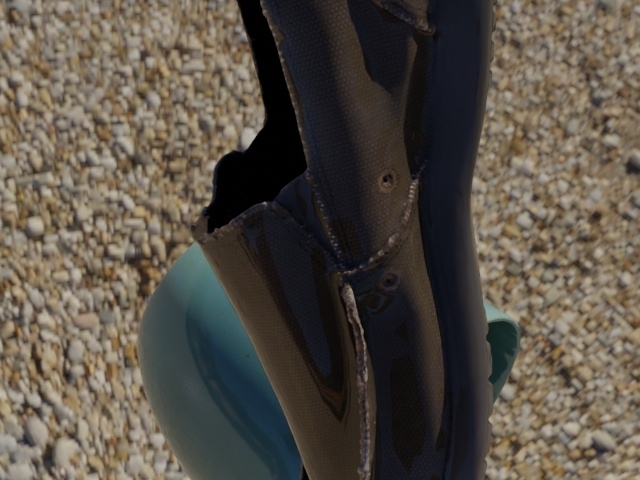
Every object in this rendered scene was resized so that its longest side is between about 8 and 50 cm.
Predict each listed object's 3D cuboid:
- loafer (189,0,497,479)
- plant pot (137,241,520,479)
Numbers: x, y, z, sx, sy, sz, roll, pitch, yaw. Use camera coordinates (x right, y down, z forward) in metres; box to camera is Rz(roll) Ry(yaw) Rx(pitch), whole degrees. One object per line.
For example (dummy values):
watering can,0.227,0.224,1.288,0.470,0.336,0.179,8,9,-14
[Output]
loafer,0.000,0.000,0.628,0.130,0.134,0.366,-5,104,-15
plant pot,-0.014,0.109,1.134,0.293,0.293,0.235,-40,64,-20
